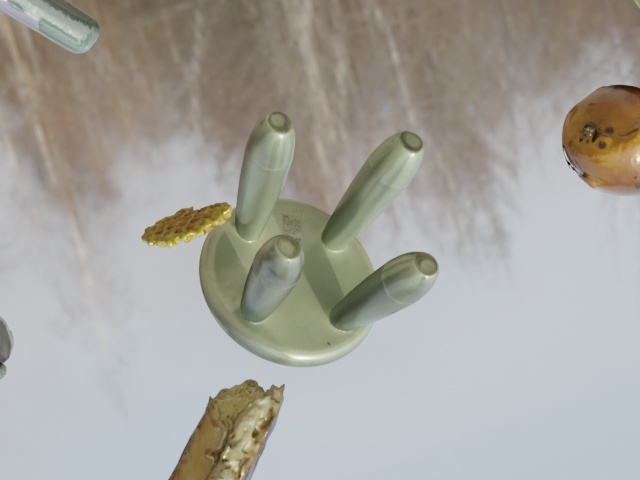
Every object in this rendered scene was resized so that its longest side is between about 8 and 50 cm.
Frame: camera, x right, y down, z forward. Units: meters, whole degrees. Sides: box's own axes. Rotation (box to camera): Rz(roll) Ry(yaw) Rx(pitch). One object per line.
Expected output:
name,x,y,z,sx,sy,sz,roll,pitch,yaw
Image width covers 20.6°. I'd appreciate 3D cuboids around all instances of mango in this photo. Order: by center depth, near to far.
mango,0.191,-0.059,1.081,0.077,0.063,0.127,37,-158,17

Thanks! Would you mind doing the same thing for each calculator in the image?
calculator,-0.322,-0.256,1.740,0.246,0.045,0.141,29,-178,-36

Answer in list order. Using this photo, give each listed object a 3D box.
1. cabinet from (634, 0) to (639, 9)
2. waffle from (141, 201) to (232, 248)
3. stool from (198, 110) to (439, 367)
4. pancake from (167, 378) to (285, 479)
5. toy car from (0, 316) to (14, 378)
cabinet,0.409,-0.303,1.581,0.227,0.290,0.318,-34,172,-4
waffle,-0.125,-0.014,1.611,0.078,0.016,0.085,-33,-160,-36
stool,0.000,0.000,1.753,0.195,0.195,0.199,8,146,-21
pancake,-0.100,0.195,0.990,0.057,0.266,0.244,26,179,3
toy car,-0.443,0.162,2.038,0.205,0.095,0.056,-48,-158,-18
